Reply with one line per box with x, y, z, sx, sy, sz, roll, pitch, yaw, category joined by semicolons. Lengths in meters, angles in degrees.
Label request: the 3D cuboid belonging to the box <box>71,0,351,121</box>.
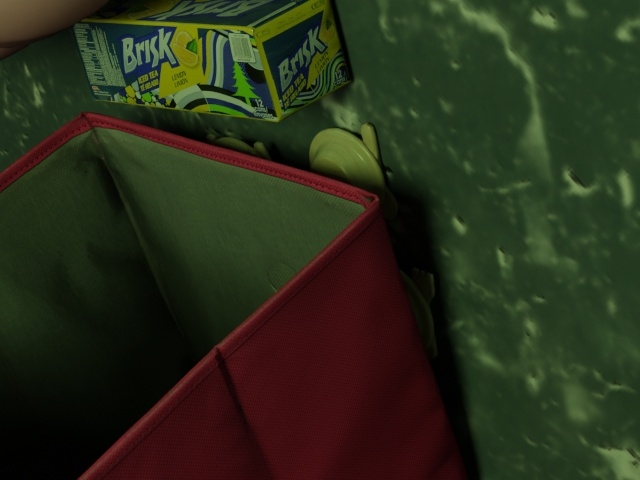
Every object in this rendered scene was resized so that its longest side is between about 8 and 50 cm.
-0.064;-0.107;0.839;0.169;0.059;0.054;12;126;46;box

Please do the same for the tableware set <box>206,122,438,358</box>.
0.000;0.000;0.878;0.168;0.020;0.141;4;121;48;tableware set

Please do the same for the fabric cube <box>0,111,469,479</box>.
-0.100;0.119;0.851;0.254;0.259;0.258;19;140;41;fabric cube

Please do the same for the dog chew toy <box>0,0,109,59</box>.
-0.213;-0.187;0.852;0.206;0.206;0.332;61;153;-4;dog chew toy
